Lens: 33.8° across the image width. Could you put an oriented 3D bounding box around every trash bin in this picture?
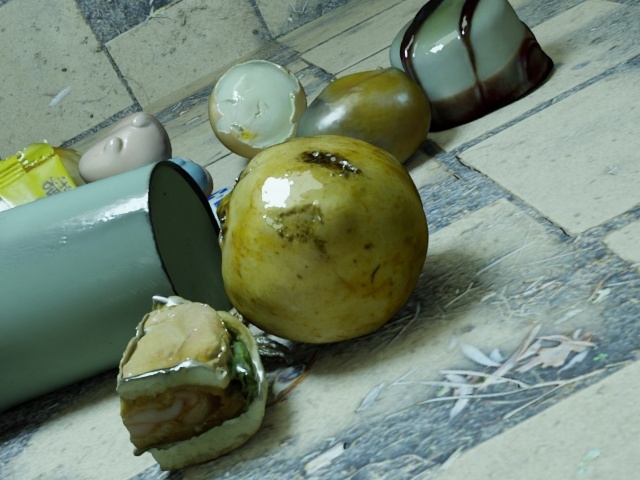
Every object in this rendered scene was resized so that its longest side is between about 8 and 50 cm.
[{"bbox_3d":[-0.365,0.070,1.466,0.432,0.280,0.280,-19,20,15],"label":"trash bin"}]

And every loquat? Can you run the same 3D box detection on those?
[{"bbox_3d":[0.069,-0.186,1.702,0.227,0.179,0.179,-29,18,-20],"label":"loquat"}]

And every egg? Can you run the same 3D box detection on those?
[{"bbox_3d":[-0.126,-0.265,2.132,0.201,0.201,0.244,-27,7,1],"label":"egg"}]

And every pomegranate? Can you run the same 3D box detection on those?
[{"bbox_3d":[0.000,0.000,1.225,0.260,0.260,0.260,-24,19,9],"label":"pomegranate"}]

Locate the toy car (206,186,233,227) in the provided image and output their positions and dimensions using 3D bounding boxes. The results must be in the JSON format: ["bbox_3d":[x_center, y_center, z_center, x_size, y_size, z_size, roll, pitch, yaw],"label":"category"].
[{"bbox_3d":[-0.161,-0.048,1.804,0.080,0.070,0.170,-31,18,-11],"label":"toy car"}]

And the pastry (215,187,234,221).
[{"bbox_3d":[-0.034,-0.052,1.552,0.235,0.132,0.240,-32,20,-12],"label":"pastry"}]

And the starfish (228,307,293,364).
[{"bbox_3d":[-0.130,0.146,1.289,0.227,0.043,0.240,12,51,42],"label":"starfish"}]

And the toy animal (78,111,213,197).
[{"bbox_3d":[-0.318,-0.102,1.869,0.210,0.221,0.229,-48,-5,-34],"label":"toy animal"}]

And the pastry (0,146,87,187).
[{"bbox_3d":[-0.574,-0.014,1.992,0.409,0.245,0.409,-23,21,9],"label":"pastry"}]

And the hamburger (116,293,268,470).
[{"bbox_3d":[-0.134,0.146,1.171,0.155,0.135,0.208,-12,23,1],"label":"hamburger"}]

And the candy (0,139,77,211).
[{"bbox_3d":[-0.452,-0.014,1.777,0.187,0.297,0.081,-38,4,-30],"label":"candy"}]

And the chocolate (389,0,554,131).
[{"bbox_3d":[0.246,-0.333,1.828,0.283,0.186,0.283,-24,19,8],"label":"chocolate"}]
